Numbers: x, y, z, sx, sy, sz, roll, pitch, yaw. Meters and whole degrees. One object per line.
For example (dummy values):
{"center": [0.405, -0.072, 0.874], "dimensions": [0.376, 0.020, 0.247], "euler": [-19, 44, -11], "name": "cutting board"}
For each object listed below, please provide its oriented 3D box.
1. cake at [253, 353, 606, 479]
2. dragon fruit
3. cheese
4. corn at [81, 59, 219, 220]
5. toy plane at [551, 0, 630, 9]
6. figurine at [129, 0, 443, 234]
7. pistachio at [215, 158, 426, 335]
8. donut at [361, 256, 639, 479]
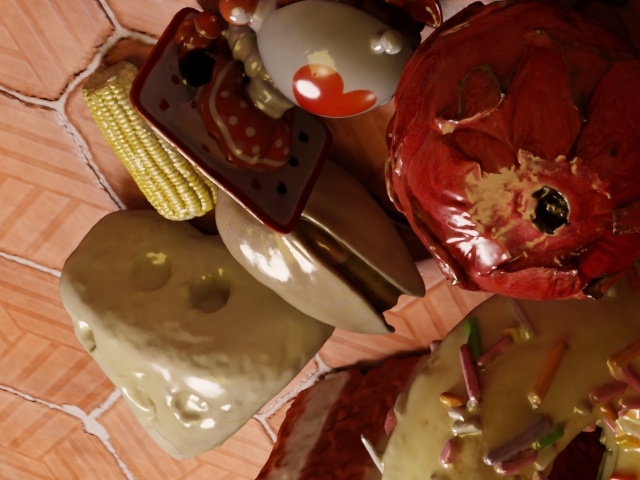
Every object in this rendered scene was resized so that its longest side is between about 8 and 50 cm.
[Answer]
{"center": [0.106, 0.290, 1.799], "dimensions": [0.319, 0.270, 0.269], "euler": [-14, 125, 42], "name": "cake"}
{"center": [0.159, -0.070, 1.391], "dimensions": [0.241, 0.241, 0.252], "euler": [35, 176, -8], "name": "dragon fruit"}
{"center": [-0.115, 0.080, 1.770], "dimensions": [0.248, 0.173, 0.251], "euler": [-13, 120, 49], "name": "cheese"}
{"center": [-0.156, -0.091, 1.699], "dimensions": [0.085, 0.063, 0.165], "euler": [13, 143, 57], "name": "corn"}
{"center": [0.164, -0.208, 1.399], "dimensions": [0.145, 0.037, 0.060], "euler": [6, 146, 20], "name": "toy plane"}
{"center": [-0.004, -0.154, 1.488], "dimensions": [0.183, 0.160, 0.226], "euler": [41, 131, -16], "name": "figurine"}
{"center": [0.000, 0.000, 1.660], "dimensions": [0.223, 0.126, 0.152], "euler": [39, 178, -18], "name": "pistachio"}
{"center": [0.253, 0.179, 1.571], "dimensions": [0.371, 0.307, 0.150], "euler": [40, 177, -25], "name": "donut"}
